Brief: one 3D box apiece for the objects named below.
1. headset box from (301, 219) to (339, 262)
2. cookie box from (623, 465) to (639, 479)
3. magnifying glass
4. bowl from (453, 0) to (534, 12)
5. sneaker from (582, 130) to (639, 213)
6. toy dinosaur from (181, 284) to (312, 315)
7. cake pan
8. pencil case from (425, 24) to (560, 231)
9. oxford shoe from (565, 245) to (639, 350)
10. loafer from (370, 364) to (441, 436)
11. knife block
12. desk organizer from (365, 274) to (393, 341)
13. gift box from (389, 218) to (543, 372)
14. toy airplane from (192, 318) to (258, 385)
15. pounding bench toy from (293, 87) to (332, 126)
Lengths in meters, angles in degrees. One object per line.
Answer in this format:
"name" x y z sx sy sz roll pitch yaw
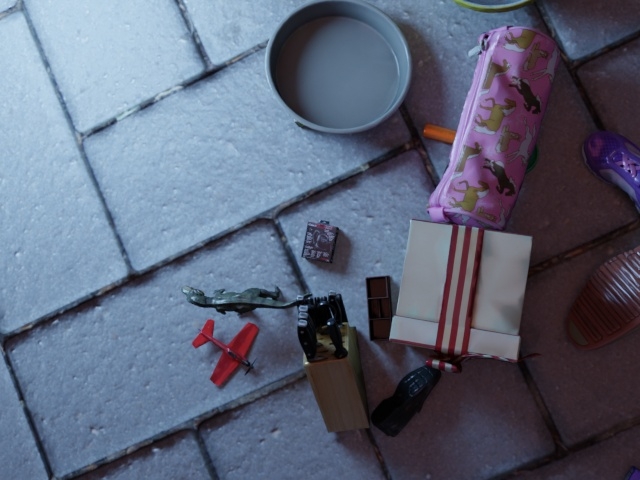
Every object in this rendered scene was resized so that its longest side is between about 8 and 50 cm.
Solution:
"headset box" 0.000 0.000 1.692 0.062 0.032 0.083 10 87 10
"cookie box" 0.594 0.490 1.547 0.092 0.040 0.107 33 92 11
"magnifying glass" 0.318 -0.191 1.655 0.231 0.026 0.092 17 89 9
"bowl" 0.340 -0.562 1.608 0.290 0.156 0.289 -1 86 10
"sneaker" 0.595 -0.122 1.559 0.095 0.104 0.236 -45 79 6
"toy dinosaur" -0.139 0.120 1.665 0.268 0.118 0.064 -2 86 9
"cake pan" 0.035 -0.343 1.664 0.293 0.054 0.293 1 77 -4
"pencil case" 0.323 -0.202 1.563 0.167 0.160 0.386 16 89 9
"oxford shoe" 0.628 0.073 1.523 0.397 0.146 0.140 -45 45 23
"loafer" 0.176 0.313 1.634 0.170 0.062 0.061 -42 119 -2
"knife block" 0.019 0.234 1.566 0.088 0.242 0.275 -9 85 10
"desk organizer" 0.117 0.135 1.652 0.047 0.050 0.130 -5 85 10
"gift box" 0.277 0.114 1.524 0.276 0.255 0.258 9 86 17
"toy airplane" -0.198 0.218 1.714 0.151 0.028 0.151 -1 84 9
"pounding bench toy" -0.018 -0.279 1.705 0.083 0.052 0.065 -16 83 8
